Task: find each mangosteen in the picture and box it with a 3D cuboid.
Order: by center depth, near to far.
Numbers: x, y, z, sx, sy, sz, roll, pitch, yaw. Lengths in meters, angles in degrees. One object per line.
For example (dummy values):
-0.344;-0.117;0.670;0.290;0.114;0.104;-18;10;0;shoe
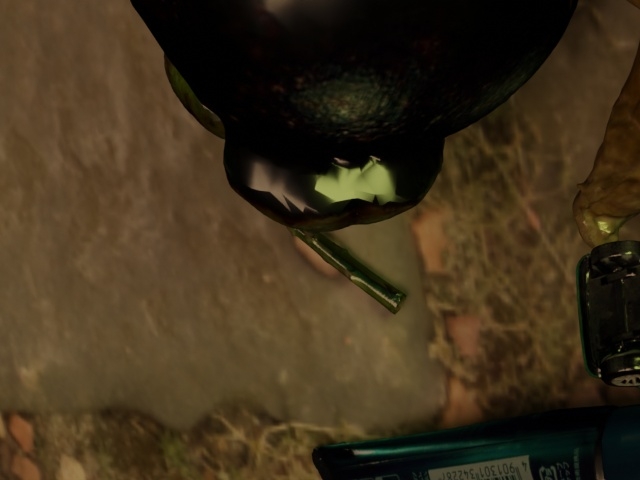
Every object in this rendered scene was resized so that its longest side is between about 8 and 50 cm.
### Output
0.009;-0.129;0.733;0.243;0.243;0.242;10;112;26;mangosteen

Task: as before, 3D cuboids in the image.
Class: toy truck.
0.182;0.021;0.692;0.147;0.079;0.065;-19;64;39;toy truck

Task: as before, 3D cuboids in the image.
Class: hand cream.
0.100;0.143;0.854;0.270;0.061;0.120;-21;98;47;hand cream

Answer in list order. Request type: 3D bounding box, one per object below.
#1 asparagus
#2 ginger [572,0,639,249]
0.000;0.000;0.899;0.114;0.014;0.015;39;88;10;asparagus
0.202;-0.100;0.689;0.219;0.123;0.270;42;131;28;ginger
